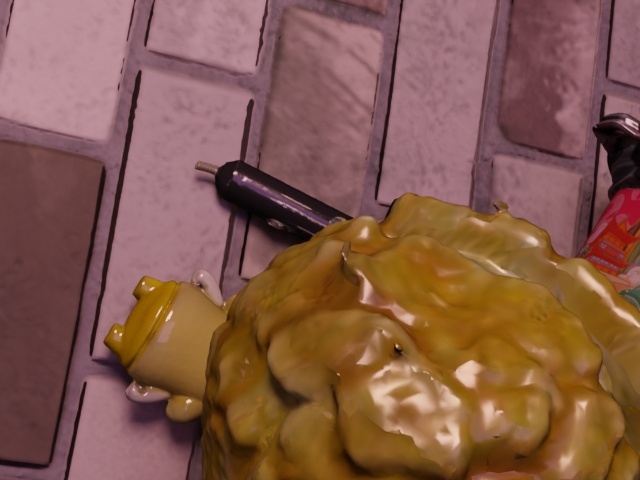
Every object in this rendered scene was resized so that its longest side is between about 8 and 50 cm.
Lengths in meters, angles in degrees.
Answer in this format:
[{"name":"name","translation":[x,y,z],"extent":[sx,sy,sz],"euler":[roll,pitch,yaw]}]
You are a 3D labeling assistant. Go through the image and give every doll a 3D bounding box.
[{"name":"doll","translation":[-0.072,0.090,0.741],"extent":[0.162,0.062,0.106],"euler":[33,78,-12]}]

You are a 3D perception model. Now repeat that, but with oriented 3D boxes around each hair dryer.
[{"name":"hair dryer","translation":[0.000,0.000,0.780],"extent":[0.219,0.071,0.124],"euler":[30,75,-7]}]

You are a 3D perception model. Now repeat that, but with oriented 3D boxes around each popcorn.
[{"name":"popcorn","translation":[0.055,0.109,0.624],"extent":[0.282,0.247,0.282],"euler":[6,52,-8]}]

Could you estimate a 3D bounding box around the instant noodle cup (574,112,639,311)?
[{"name":"instant noodle cup","translation":[0.279,0.068,0.784],"extent":[0.302,0.258,0.181],"euler":[38,87,2]}]
